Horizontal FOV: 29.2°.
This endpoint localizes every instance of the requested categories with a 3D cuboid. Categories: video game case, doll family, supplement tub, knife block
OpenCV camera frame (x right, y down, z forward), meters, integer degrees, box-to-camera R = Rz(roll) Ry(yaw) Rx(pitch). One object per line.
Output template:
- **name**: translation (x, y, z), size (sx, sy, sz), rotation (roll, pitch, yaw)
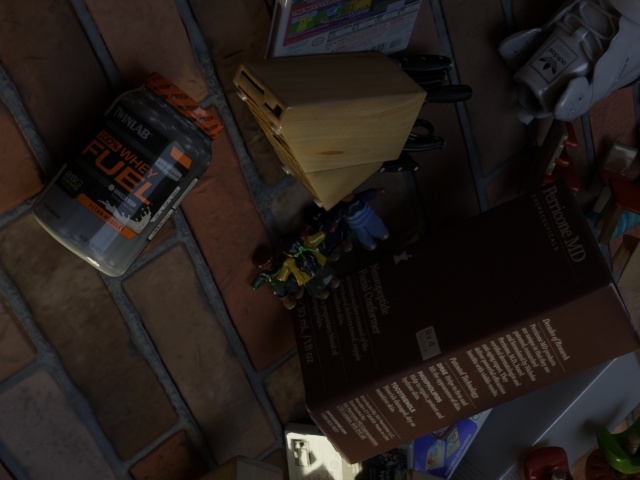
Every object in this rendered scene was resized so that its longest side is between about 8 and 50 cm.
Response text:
- **video game case**: translation (0.031, -0.251, 1.328), size (0.201, 0.023, 0.183), rotation (-23, 151, -27)
- **video game case**: translation (0.043, 0.330, 1.669), size (0.022, 0.173, 0.190), rotation (-68, 159, -53)
- **doll family**: translation (0.000, 0.000, 1.476), size (0.193, 0.076, 0.111), rotation (-47, 132, -13)
- **supplement tub**: translation (-0.190, -0.068, 1.234), size (0.190, 0.117, 0.117), rotation (-53, 137, -1)
- **knife block**: translation (0.054, -0.162, 1.368), size (0.242, 0.088, 0.276), rotation (-41, 149, -6)

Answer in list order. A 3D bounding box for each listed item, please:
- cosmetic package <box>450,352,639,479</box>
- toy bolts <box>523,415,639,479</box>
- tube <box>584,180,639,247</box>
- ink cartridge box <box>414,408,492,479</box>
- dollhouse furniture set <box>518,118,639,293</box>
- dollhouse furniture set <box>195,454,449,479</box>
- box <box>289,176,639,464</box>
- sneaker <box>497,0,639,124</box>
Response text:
- **cosmetic package**: translation (0.276, 0.263, 1.786), size (0.365, 0.197, 0.155), rotation (-43, 136, -9)
- **toy bolts**: translation (0.386, 0.376, 1.684), size (0.228, 0.218, 0.158), rotation (-9, 131, -17)
- **tube**: translation (0.469, -0.050, 1.860), size (0.207, 0.052, 0.080), rotation (-28, 135, -31)
- **ink cartridge box**: translation (0.133, 0.197, 1.670), size (0.208, 0.045, 0.206), rotation (36, 80, -11)
- **dollhouse furniture set**: translation (0.414, -0.060, 1.664), size (0.259, 0.262, 0.135), rotation (18, 120, -7)
- **dollhouse furniture set**: translation (0.013, 0.461, 1.534), size (0.394, 0.256, 0.362), rotation (24, 140, -27)
- **box**: translation (0.163, 0.099, 1.472), size (0.381, 0.191, 0.143), rotation (-24, 133, 10)
- **sneaker**: translation (0.344, -0.264, 1.479), size (0.210, 0.137, 0.366), rotation (-33, 162, -15)
